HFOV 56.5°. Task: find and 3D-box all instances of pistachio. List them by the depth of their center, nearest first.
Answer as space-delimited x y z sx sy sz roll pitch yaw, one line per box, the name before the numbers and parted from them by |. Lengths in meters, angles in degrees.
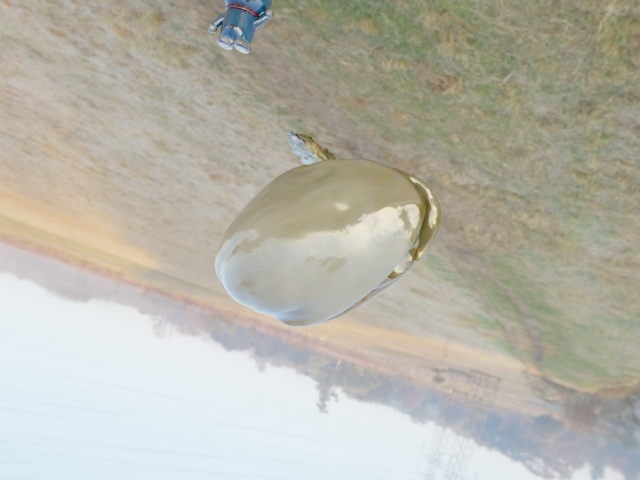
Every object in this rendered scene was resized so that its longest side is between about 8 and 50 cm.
pistachio | 0.000 0.000 0.547 0.215 0.143 0.144 -26 151 21

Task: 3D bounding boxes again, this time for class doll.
doll | -0.134 -0.410 1.049 0.114 0.151 0.085 13 178 9

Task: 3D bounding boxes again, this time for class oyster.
oyster | 0.020 -0.120 1.191 0.214 0.083 0.223 48 172 23
